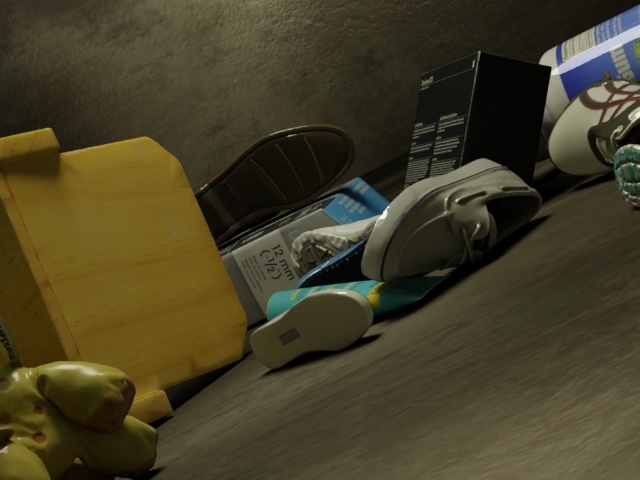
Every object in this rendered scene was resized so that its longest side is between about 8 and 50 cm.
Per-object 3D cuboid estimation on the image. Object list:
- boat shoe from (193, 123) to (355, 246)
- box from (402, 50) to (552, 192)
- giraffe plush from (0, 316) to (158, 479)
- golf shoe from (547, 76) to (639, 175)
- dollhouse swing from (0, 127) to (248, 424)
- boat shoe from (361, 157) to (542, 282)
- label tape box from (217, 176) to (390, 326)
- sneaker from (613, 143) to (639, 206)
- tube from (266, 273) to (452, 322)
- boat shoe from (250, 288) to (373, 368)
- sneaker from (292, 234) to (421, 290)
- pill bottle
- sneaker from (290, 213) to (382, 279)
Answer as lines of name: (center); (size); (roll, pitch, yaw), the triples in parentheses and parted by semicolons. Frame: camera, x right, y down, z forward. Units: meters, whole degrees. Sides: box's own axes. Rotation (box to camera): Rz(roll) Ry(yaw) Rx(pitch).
boat shoe: (-0.090, -0.081, 2.116); (0.307, 0.111, 0.104); (-26, 7, 10)
box: (0.192, -0.129, 1.905); (0.103, 0.184, 0.261); (8, -1, -11)
giraffe plush: (-0.259, 0.198, 1.324); (0.181, 0.210, 0.170); (-21, 36, 25)
golf shoe: (0.341, -0.124, 1.663); (0.273, 0.105, 0.120); (-22, 15, 50)
dollhouse swing: (-0.313, 0.074, 1.744); (0.315, 0.347, 0.305); (-26, -4, 21)
boat shoe: (0.147, -0.013, 1.613); (0.088, 0.096, 0.267); (27, 29, 28)
label tape box: (0.000, 0.000, 2.097); (0.347, 0.115, 0.249); (-27, 5, 17)
sneaker: (0.344, -0.071, 1.418); (0.076, 0.065, 0.166); (-12, 1, -25)
tube: (0.038, 0.067, 1.613); (0.207, 0.052, 0.080); (-12, 17, 35)
boat shoe: (0.001, 0.087, 1.561); (0.063, 0.066, 0.184); (-33, -2, -42)
sneaker: (0.055, 0.032, 1.745); (0.209, 0.069, 0.082); (-28, 1, -7)
pill bottle: (0.380, -0.205, 1.958); (0.272, 0.152, 0.152); (-26, 5, 25)
sneaker: (0.066, 0.010, 1.902); (0.232, 0.090, 0.115); (-11, 8, 41)
